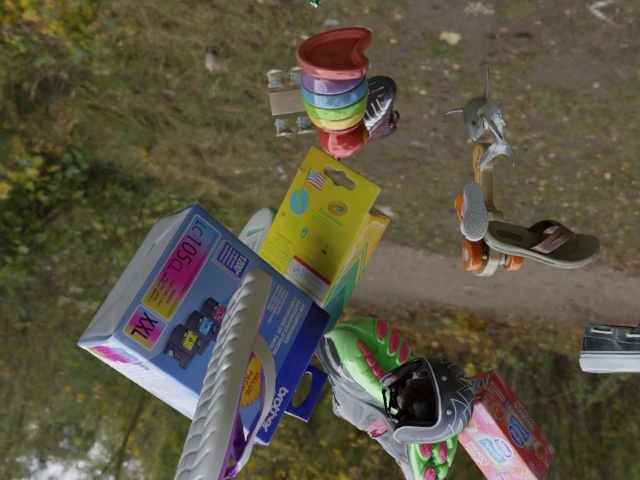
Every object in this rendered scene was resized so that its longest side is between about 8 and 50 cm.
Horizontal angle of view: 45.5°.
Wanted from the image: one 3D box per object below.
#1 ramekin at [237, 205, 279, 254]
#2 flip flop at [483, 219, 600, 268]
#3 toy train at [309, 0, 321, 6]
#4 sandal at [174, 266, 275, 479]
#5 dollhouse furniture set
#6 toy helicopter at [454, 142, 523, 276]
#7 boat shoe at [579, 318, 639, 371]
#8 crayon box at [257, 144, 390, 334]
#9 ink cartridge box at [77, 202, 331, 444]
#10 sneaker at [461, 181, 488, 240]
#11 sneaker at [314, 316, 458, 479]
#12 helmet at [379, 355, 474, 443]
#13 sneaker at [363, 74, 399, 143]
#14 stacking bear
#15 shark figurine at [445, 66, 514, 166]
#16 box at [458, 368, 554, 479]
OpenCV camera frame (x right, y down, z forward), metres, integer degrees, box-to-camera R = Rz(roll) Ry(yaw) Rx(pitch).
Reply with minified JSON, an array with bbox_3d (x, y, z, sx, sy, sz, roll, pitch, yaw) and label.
[{"bbox_3d":[-0.143,0.051,2.158,0.148,0.303,0.303,27,164,-23],"label":"ramekin"},{"bbox_3d":[0.513,-0.009,1.757,0.277,0.112,0.080,12,129,-3],"label":"flip flop"},{"bbox_3d":[-0.001,-0.605,1.890,0.017,0.083,0.023,-18,123,47],"label":"toy train"},{"bbox_3d":[-0.107,0.213,1.063,0.102,0.416,0.169,21,142,-11],"label":"sandal"},{"bbox_3d":[-0.038,-0.458,2.463,0.242,0.212,0.161,-10,-173,-14],"label":"dollhouse furniture set"},{"bbox_3d":[0.432,-0.081,2.039,0.140,0.354,0.235,0,180,-7],"label":"toy helicopter"},{"bbox_3d":[0.632,0.189,1.448,0.121,0.119,0.335,7,167,-37],"label":"boat shoe"},{"bbox_3d":[0.000,0.000,1.497,0.202,0.318,0.081,37,-163,34],"label":"crayon box"},{"bbox_3d":[-0.163,0.167,1.311,0.395,0.269,0.151,42,149,-26],"label":"ink cartridge box"},{"bbox_3d":[0.313,-0.046,1.552,0.051,0.134,0.070,-2,149,8],"label":"sneaker"},{"bbox_3d":[0.146,0.351,1.649,0.202,0.185,0.482,-3,123,48],"label":"sneaker"},{"bbox_3d":[0.204,0.293,1.409,0.162,0.169,0.169,-24,156,15],"label":"helmet"},{"bbox_3d":[0.168,-0.359,2.091,0.163,0.106,0.281,-15,161,-32],"label":"sneaker"},{"bbox_3d":[0.042,-0.313,1.743,0.164,0.175,0.289,0,136,9],"label":"stacking bear"},{"bbox_3d":[0.328,-0.254,1.613,0.116,0.166,0.278,-5,170,25],"label":"shark figurine"},{"bbox_3d":[0.410,0.442,1.761,0.123,0.128,0.256,-29,101,40],"label":"box"}]
